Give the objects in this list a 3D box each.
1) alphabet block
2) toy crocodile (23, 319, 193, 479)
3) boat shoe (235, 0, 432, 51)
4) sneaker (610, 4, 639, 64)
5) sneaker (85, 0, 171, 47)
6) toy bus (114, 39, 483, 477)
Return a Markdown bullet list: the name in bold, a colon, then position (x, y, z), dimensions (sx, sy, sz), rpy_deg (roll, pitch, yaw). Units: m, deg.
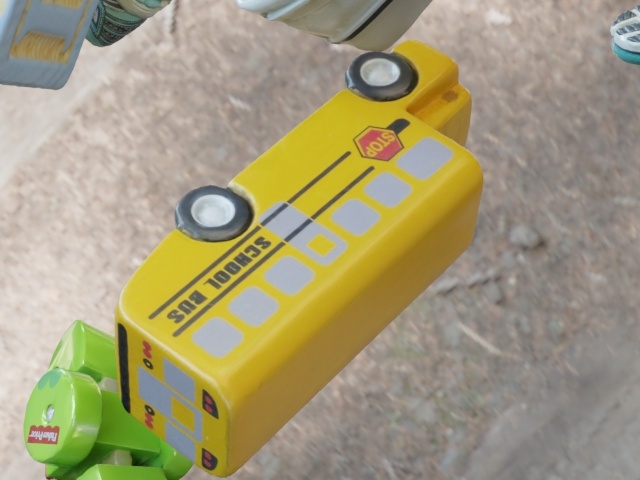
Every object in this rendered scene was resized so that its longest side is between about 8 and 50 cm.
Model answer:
- **alphabet block**: position (-0.315, -0.262, 1.411), dimensions (0.197, 0.192, 0.193), rpy_deg (24, 96, 10)
- **toy crocodile**: position (-0.141, 0.198, 1.072), dimensions (0.105, 0.115, 0.340), rpy_deg (-41, 49, 34)
- **boat shoe**: position (0.017, -0.225, 0.905), dimensions (0.156, 0.367, 0.136), rpy_deg (7, 74, -16)
- **sneaker**: position (0.418, -0.177, 1.583), dimensions (0.275, 0.110, 0.107), rpy_deg (5, 32, -19)
- **sneaker**: position (-0.260, -0.323, 1.649), dimensions (0.122, 0.110, 0.283), rpy_deg (-42, 56, 22)
- **toy bus**: position (0.000, 0.000, 1.061), dimensions (0.130, 0.108, 0.332), rpy_deg (33, 54, 23)
